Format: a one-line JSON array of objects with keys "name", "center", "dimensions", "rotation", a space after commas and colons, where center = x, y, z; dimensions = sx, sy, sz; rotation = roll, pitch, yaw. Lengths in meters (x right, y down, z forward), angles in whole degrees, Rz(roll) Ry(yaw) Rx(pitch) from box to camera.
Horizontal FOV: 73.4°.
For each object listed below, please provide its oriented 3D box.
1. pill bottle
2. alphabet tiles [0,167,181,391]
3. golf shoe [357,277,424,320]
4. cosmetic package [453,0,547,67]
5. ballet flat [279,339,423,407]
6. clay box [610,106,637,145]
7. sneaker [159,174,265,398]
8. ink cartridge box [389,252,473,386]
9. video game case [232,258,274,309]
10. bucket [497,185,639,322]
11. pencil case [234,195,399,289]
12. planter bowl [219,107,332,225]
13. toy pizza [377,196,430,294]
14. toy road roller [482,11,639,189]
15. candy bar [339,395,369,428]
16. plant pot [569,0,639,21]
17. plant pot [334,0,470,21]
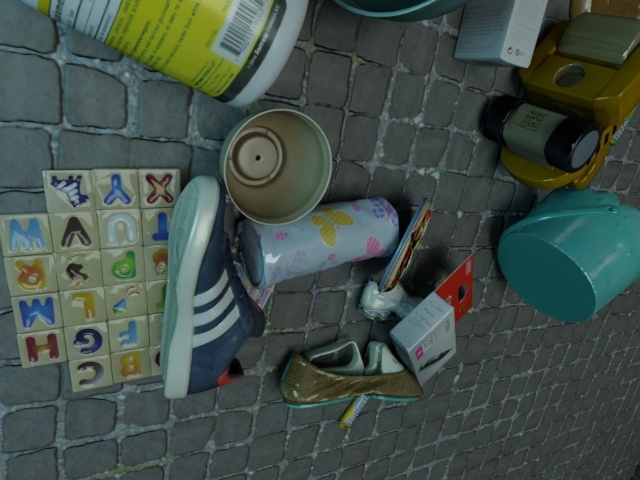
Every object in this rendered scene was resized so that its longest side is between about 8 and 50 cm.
[{"name": "pill bottle", "center": [-0.193, -0.295, 0.450], "dimensions": [0.333, 0.188, 0.188], "rotation": [20, 99, -34]}, {"name": "alphabet tiles", "center": [-0.291, 0.064, 0.640], "dimensions": [0.284, 0.011, 0.343], "rotation": [-5, 111, -26]}, {"name": "golf shoe", "center": [0.164, 0.118, 0.900], "dimensions": [0.176, 0.069, 0.086], "rotation": [4, 101, -32]}, {"name": "cosmetic package", "center": [0.321, -0.425, 0.735], "dimensions": [0.085, 0.117, 0.231], "rotation": [0, 111, -30]}, {"name": "ballet flat", "center": [0.078, 0.271, 0.893], "dimensions": [0.341, 0.116, 0.124], "rotation": [7, 83, -24]}, {"name": "clay box", "center": [0.679, -0.318, 1.020], "dimensions": [0.221, 0.053, 0.128], "rotation": [20, 99, -33]}, {"name": "sneaker", "center": [-0.149, 0.074, 0.641], "dimensions": [0.147, 0.131, 0.351], "rotation": [2, 118, -26]}, {"name": "ink cartridge box", "center": [0.270, 0.186, 0.937], "dimensions": [0.238, 0.060, 0.275], "rotation": [-40, 145, -9]}, {"name": "video game case", "center": [-0.142, 0.082, 0.741], "dimensions": [0.121, 0.011, 0.087], "rotation": [24, 97, -34]}, {"name": "bucket", "center": [0.553, 0.033, 0.965], "dimensions": [0.183, 0.281, 0.281], "rotation": [-34, 123, -16]}, {"name": "pencil case", "center": [0.000, 0.000, 0.724], "dimensions": [0.272, 0.114, 0.124], "rotation": [-13, 156, -25]}, {"name": "planter bowl", "center": [-0.079, -0.116, 0.636], "dimensions": [0.161, 0.109, 0.162], "rotation": [-12, 116, -26]}, {"name": "toy pizza", "center": [0.162, 0.014, 0.797], "dimensions": [0.201, 0.032, 0.201], "rotation": [-60, 169, -19]}, {"name": "toy road roller", "center": [0.511, -0.254, 0.871], "dimensions": [0.330, 0.202, 0.240], "rotation": [-52, 137, 4]}, {"name": "candy bar", "center": [0.097, 0.364, 0.989], "dimensions": [0.040, 0.018, 0.162], "rotation": [34, 90, -35]}, {"name": "plant pot", "center": [0.626, -0.521, 0.920], "dimensions": [0.236, 0.032, 0.237], "rotation": [-12, 115, -26]}, {"name": "plant pot", "center": [0.146, -0.429, 0.558], "dimensions": [0.196, 0.292, 0.294], "rotation": [-17, 121, -53]}]
